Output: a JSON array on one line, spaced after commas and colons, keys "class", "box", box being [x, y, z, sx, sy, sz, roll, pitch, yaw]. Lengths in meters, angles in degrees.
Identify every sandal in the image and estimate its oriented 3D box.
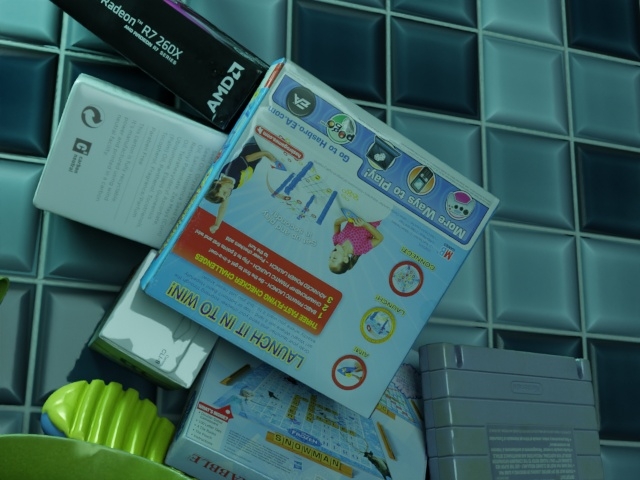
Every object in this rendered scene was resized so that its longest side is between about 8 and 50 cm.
[{"class": "sandal", "box": [-0.207, 0.291, 1.267, 0.317, 0.138, 0.126, 32, 34, -2]}]

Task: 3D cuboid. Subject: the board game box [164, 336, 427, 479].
[{"class": "board game box", "box": [-0.008, 0.216, 1.325, 0.319, 0.066, 0.318, 29, 39, -11]}]

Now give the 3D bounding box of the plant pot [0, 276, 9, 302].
[{"class": "plant pot", "box": [-0.445, 0.058, 1.277, 0.079, 0.083, 0.083, 34, 64, 6]}]

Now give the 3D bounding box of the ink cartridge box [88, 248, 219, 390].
[{"class": "ink cartridge box", "box": [-0.200, 0.104, 1.289, 0.127, 0.176, 0.128, 32, 73, -10]}]

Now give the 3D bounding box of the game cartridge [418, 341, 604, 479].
[{"class": "game cartridge", "box": [0.272, 0.269, 1.432, 0.355, 0.068, 0.230, 12, 72, -43]}]

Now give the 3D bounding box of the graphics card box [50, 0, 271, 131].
[{"class": "graphics card box", "box": [-0.210, -0.273, 1.329, 0.371, 0.233, 0.094, 38, 98, 10]}]

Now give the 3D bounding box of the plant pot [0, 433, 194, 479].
[{"class": "plant pot", "box": [-0.266, 0.384, 1.048, 0.275, 0.275, 0.293, 16, 92, -16]}]

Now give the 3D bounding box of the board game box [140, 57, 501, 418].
[{"class": "board game box", "box": [0.000, 0.000, 1.195, 0.308, 0.086, 0.301, 32, 89, -15]}]

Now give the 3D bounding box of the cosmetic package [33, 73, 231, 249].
[{"class": "cosmetic package", "box": [-0.121, -0.058, 1.328, 0.453, 0.230, 0.161, 19, 97, -14]}]
